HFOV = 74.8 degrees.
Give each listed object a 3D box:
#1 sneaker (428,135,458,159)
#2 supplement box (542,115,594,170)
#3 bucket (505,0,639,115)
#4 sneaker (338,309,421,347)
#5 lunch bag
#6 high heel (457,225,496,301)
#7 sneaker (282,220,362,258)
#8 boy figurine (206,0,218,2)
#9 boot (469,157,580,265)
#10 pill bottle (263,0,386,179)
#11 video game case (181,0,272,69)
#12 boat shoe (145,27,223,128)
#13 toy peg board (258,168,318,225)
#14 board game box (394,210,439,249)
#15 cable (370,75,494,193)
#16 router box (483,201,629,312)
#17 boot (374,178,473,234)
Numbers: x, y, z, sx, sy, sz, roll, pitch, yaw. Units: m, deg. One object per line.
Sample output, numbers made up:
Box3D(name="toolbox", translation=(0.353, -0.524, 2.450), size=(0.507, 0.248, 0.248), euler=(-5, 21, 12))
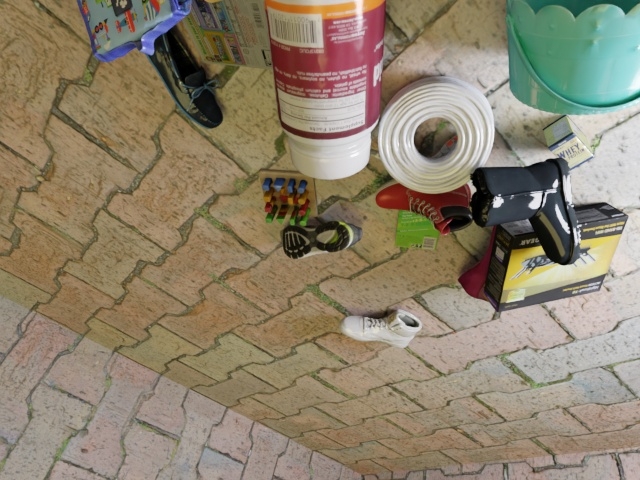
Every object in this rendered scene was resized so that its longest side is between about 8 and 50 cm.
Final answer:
Box3D(name="sneaker", translation=(0.319, -0.212, 1.031), size=(0.158, 0.065, 0.061), euler=(-29, 90, 26))
Box3D(name="supplement box", translation=(0.550, -0.217, 0.931), size=(0.083, 0.083, 0.056), euler=(35, 134, -19))
Box3D(name="bucket", translation=(0.451, -0.351, 0.697), size=(0.281, 0.281, 0.183), euler=(-2, 138, 18))
Box3D(name="sneaker", translation=(0.229, 0.307, 1.570), size=(0.293, 0.108, 0.169), euler=(13, 137, -12))
Box3D(name="lunch bag", translation=(-0.342, -0.479, 0.764), size=(0.221, 0.138, 0.293), euler=(-11, 89, 26))
Box3D(name="high heel", translation=(0.478, 0.019, 1.206), size=(0.181, 0.127, 0.377), euler=(33, 133, 47))
Box3D(name="sneaker", translation=(0.000, 0.000, 1.298), size=(0.300, 0.111, 0.121), euler=(-2, 180, 41))
Box3D(name="boy figurine", translation=(-0.109, -0.532, 0.719), size=(0.285, 0.177, 0.092), euler=(-30, 138, 15))
Box3D(name="boot", translation=(0.437, -0.051, 0.914), size=(0.207, 0.094, 0.246), euler=(-11, 97, -4))
Box3D(name="pill bottle", translation=(0.015, -0.336, 0.858), size=(0.224, 0.224, 0.392), euler=(6, 137, 10))
Box3D(name="video game case", translation=(-0.190, -0.444, 0.882), size=(0.194, 0.023, 0.212), euler=(8, 166, 7))
Box3D(name="boat shoe", translation=(-0.315, -0.380, 0.992), size=(0.089, 0.109, 0.258), euler=(-12, 133, 33))
Box3D(name="toy peg board", translation=(-0.099, -0.117, 1.227), size=(0.161, 0.079, 0.160), euler=(5, 137, 11))
Box3D(name="board game box", translation=(0.285, -0.076, 1.192), size=(0.124, 0.039, 0.259), euler=(6, 138, 9))
Box3D(name="cable", translation=(0.257, -0.235, 0.946), size=(0.257, 0.089, 0.257), euler=(33, 118, 0))
Box3D(name="router box", translation=(0.595, 0.046, 1.081), size=(0.309, 0.081, 0.242), euler=(-10, 124, -7))
Box3D(name="boot", translation=(0.250, -0.081, 1.048), size=(0.244, 0.176, 0.088), euler=(-3, 133, 19))
